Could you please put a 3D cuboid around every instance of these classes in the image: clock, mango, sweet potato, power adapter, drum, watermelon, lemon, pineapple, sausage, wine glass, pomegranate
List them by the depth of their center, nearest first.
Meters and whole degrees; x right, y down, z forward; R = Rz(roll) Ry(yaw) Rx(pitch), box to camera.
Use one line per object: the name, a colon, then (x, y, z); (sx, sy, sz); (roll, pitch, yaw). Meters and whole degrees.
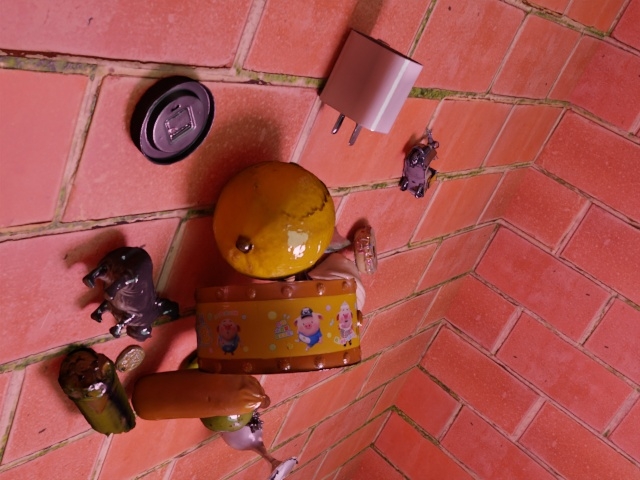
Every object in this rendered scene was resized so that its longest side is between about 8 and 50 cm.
clock: (-0.287, -0.234, 1.330); (0.184, 0.040, 0.184); (-39, 152, -26)
lemon: (-0.106, -0.048, 1.590); (0.297, 0.297, 0.297); (-39, 151, -27)
power adapter: (0.106, -0.358, 1.659); (0.124, 0.187, 0.255); (-3, 126, -57)
drum: (-0.109, 0.211, 1.720); (0.431, 0.431, 0.214); (4, 82, -60)
sausage: (-0.312, 0.390, 1.750); (0.134, 0.354, 0.116); (-76, 152, -52)
mango: (-0.320, 0.350, 1.962); (0.165, 0.074, 0.091); (-34, 149, -36)
pomegranate: (-0.299, 0.471, 2.000); (0.181, 0.224, 0.181); (8, 80, -52)
watermelon: (0.000, 0.010, 2.109); (0.101, 0.080, 0.155); (-27, 176, 38)
pineapple: (-0.242, 0.520, 2.166); (0.108, 0.197, 0.108); (-26, 150, -17)
wine glass: (-0.223, 0.655, 2.226); (0.143, 0.321, 0.143); (-34, 148, -25)
sweet potato: (-0.224, 0.526, 2.354); (0.059, 0.067, 0.281); (-7, 149, 5)

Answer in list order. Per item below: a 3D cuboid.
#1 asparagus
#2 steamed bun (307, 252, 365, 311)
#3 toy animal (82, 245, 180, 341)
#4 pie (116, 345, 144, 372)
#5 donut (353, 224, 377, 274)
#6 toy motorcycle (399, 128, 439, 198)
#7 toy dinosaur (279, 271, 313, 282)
asparagus: (-0.521, 0.389, 1.637); (0.108, 0.128, 0.382); (-1, 142, -1)
steamed bun: (0.038, 0.215, 2.239); (0.289, 0.203, 0.276); (-46, 153, -16)
toy animal: (-0.417, 0.136, 1.508); (0.168, 0.106, 0.343); (-51, 161, -22)
pie: (-0.475, 0.296, 1.705); (0.085, 0.017, 0.085); (-37, 150, -27)
donut: (0.150, 0.034, 2.288); (0.174, 0.068, 0.174); (-5, 90, -78)
toy motorcycle: (0.338, -0.248, 2.298); (0.157, 0.091, 0.263); (-51, 157, -23)
toy dinosaur: (-0.038, 0.177, 2.005); (0.077, 0.294, 0.162); (-19, 150, -29)
